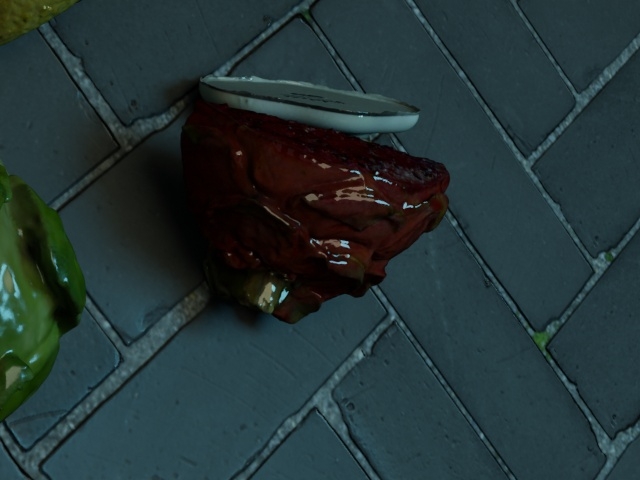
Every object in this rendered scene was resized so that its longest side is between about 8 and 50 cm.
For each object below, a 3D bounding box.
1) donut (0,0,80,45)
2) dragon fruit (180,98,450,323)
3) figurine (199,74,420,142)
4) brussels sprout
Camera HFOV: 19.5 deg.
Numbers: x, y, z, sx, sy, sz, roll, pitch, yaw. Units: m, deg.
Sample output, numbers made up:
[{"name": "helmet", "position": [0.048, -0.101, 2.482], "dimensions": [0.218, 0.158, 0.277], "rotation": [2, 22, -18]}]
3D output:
[{"name": "donut", "position": [-0.271, -0.280, 1.842], "dimensions": [0.295, 0.151, 0.112], "rotation": [-44, 113, -43]}, {"name": "dragon fruit", "position": [0.000, 0.000, 1.896], "dimensions": [0.317, 0.152, 0.205], "rotation": [11, 108, -31]}, {"name": "figurine", "position": [-0.021, -0.095, 2.029], "dimensions": [0.250, 0.166, 0.141], "rotation": [8, 104, -14]}, {"name": "brussels sprout", "position": [-0.339, 0.030, 1.597], "dimensions": [0.259, 0.227, 0.294], "rotation": [33, 44, -45]}]
